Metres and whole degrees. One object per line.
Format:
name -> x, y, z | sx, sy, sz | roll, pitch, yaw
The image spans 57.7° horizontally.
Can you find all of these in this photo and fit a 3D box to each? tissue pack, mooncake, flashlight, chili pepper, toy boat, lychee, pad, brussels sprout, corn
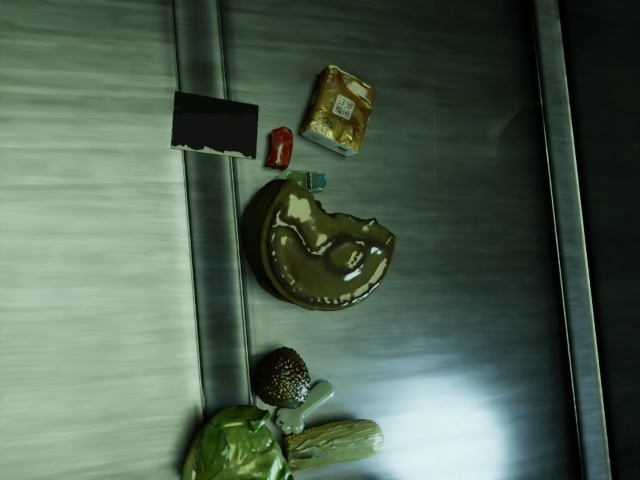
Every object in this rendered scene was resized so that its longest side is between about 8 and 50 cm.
tissue pack -> 0.056, -0.394, 1.768 | 0.183, 0.092, 0.226 | 22, 79, -21
mooncake -> 0.000, 0.000, 1.632 | 0.394, 0.246, 0.392 | -17, 98, -20
flashlight -> -0.040, 0.475, 1.660 | 0.200, 0.093, 0.047 | -35, 136, -28
chili pepper -> -0.118, -0.271, 1.695 | 0.073, 0.070, 0.123 | 6, 85, -6
toy boat -> -0.056, -0.176, 1.716 | 0.173, 0.059, 0.069 | -1, 86, -23
lychee -> -0.103, 0.377, 1.600 | 0.171, 0.171, 0.171 | 2, 84, -23
pad -> -0.297, -0.325, 1.655 | 0.246, 0.006, 0.170 | 4, 82, -23
brussels sprout -> -0.216, 0.573, 1.496 | 0.294, 0.227, 0.259 | -41, 87, -13
corn -> 0.034, 0.584, 1.651 | 0.306, 0.123, 0.122 | -5, 89, -23
